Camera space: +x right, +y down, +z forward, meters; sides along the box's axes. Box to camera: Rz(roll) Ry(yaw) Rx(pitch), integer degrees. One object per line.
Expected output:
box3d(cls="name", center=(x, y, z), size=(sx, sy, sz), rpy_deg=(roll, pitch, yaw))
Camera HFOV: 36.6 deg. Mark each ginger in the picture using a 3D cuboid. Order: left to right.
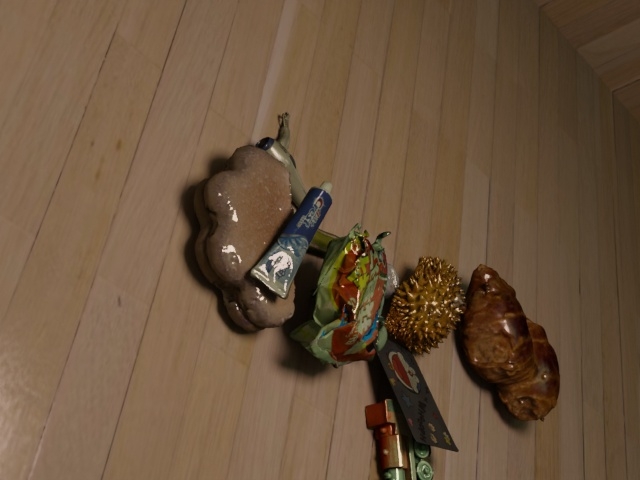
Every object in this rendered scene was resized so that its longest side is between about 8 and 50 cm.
box3d(cls="ginger", center=(0.430, 0.220, 2.191), size=(0.357, 0.152, 0.274), rpy_deg=(52, 40, -21))

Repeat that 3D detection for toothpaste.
box3d(cls="toothpaste", center=(-0.038, -0.013, 1.682), size=(0.268, 0.047, 0.069), rpy_deg=(-60, 136, -38))

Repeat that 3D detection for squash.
box3d(cls="squash", center=(0.000, 0.000, 1.877), size=(0.183, 0.052, 0.052), rpy_deg=(20, 57, -45))

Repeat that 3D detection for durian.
box3d(cls="durian", center=(0.240, 0.133, 2.015), size=(0.183, 0.138, 0.249), rpy_deg=(57, 30, -12))

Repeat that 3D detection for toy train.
box3d(cls="toy train", center=(0.149, 0.395, 1.835), size=(0.118, 0.074, 0.175), rpy_deg=(17, 60, -36))

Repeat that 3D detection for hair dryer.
box3d(cls="hair dryer", center=(-0.058, -0.152, 1.905), size=(0.167, 0.067, 0.199), rpy_deg=(63, 22, -19))

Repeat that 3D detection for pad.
box3d(cls="pad", center=(0.182, 0.297, 1.893), size=(0.170, 0.006, 0.245), rpy_deg=(27, 32, -50))

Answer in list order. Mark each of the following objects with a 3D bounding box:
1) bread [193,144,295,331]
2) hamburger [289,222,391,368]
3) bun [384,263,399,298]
box3d(cls="bread", center=(-0.138, -0.012, 1.680), size=(0.183, 0.102, 0.337), rpy_deg=(16, 61, -43))
box3d(cls="hamburger", center=(0.036, 0.100, 1.771), size=(0.276, 0.151, 0.260), rpy_deg=(12, 85, -71))
box3d(cls="bun", center=(0.132, 0.084, 1.993), size=(0.083, 0.045, 0.083), rpy_deg=(35, 49, -56))
